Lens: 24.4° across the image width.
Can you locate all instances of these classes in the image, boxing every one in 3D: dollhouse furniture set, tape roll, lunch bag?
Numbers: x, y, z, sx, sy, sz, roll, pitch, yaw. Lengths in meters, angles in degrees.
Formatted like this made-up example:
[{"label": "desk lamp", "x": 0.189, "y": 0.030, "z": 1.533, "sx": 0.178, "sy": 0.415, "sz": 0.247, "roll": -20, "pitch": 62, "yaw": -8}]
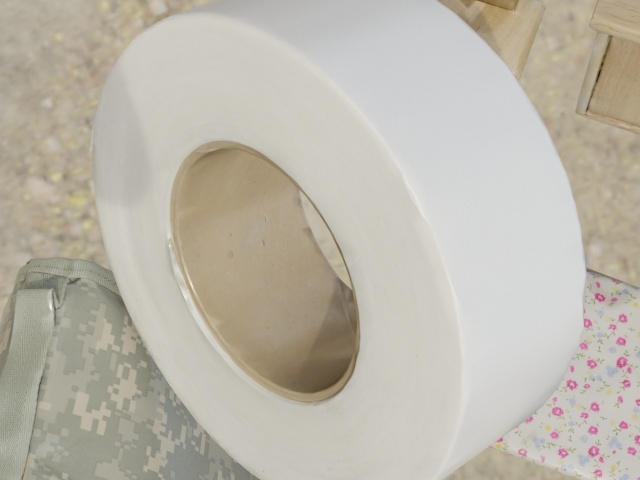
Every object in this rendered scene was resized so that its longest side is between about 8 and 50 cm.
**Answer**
[{"label": "dollhouse furniture set", "x": 0.145, "y": 0.031, "z": 0.863, "sx": 0.174, "sy": 0.303, "sz": 0.355, "roll": 68, "pitch": 43, "yaw": -77}, {"label": "tape roll", "x": 0.000, "y": 0.000, "z": 0.799, "sx": 0.100, "sy": 0.286, "sz": 0.286, "roll": -28, "pitch": 100, "yaw": -36}, {"label": "lunch bag", "x": -0.144, "y": 0.168, "z": 0.956, "sx": 0.287, "sy": 0.169, "sz": 0.235, "roll": 54, "pitch": 39, "yaw": -56}]
